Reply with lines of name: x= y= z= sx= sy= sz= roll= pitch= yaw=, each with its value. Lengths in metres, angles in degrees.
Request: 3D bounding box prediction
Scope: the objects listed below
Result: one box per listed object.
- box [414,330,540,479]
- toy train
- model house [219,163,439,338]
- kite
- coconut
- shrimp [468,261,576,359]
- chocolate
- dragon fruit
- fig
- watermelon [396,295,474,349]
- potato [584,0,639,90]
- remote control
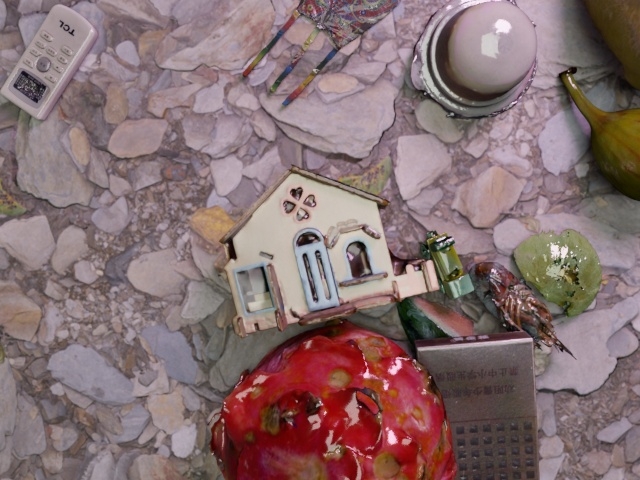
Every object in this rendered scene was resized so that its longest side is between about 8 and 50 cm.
box: x=0.250 y=0.311 z=0.936 sx=0.180 sy=0.047 sz=0.325 roll=-5 pitch=99 yaw=3
toy train: x=0.206 y=0.041 z=0.972 sx=0.050 sy=0.081 sz=0.122 roll=-23 pitch=92 yaw=-2
model house: x=0.000 y=0.000 z=0.936 sx=0.325 sy=0.169 sz=0.245 roll=-13 pitch=88 yaw=7
kite: x=-0.005 y=-0.356 z=0.992 sx=0.152 sy=0.015 sz=0.285 roll=42 pitch=92 yaw=3
coconut: x=0.400 y=0.045 z=0.975 sx=0.158 sy=0.055 sz=0.133 roll=31 pitch=96 yaw=-1
shrimp: x=0.337 y=0.118 z=0.974 sx=0.233 sy=0.079 sz=0.090 roll=41 pitch=57 yaw=-3
chocolate: x=0.250 y=-0.296 z=0.916 sx=0.221 sy=0.147 sz=0.222 roll=1 pitch=96 yaw=6
dragon fruit: x=-0.004 y=0.320 z=0.884 sx=0.386 sy=0.249 sz=0.371 roll=15 pitch=104 yaw=22
fig: x=0.470 y=-0.175 z=0.917 sx=0.259 sy=0.151 sz=0.151 roll=42 pitch=95 yaw=5
watermelon: x=0.186 y=0.148 z=0.999 sx=0.155 sy=0.080 sz=0.101 roll=35 pitch=130 yaw=-2
potato: x=0.509 y=-0.374 z=0.868 sx=0.218 sy=0.202 sz=0.351 roll=-8 pitch=94 yaw=4
remote control: x=-0.460 y=-0.305 z=1.009 sx=0.087 sy=0.029 sz=0.190 roll=36 pitch=94 yaw=0
